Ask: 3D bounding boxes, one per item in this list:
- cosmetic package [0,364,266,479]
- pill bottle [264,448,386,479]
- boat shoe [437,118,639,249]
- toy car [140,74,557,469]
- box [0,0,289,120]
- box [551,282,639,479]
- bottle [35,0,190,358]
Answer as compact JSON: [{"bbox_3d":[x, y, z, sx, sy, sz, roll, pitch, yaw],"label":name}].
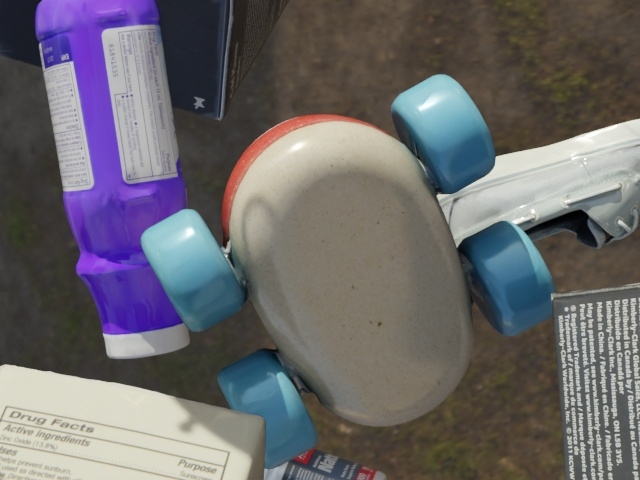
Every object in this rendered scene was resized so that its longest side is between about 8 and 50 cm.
[{"bbox_3d":[-0.130,0.219,0.662,0.153,0.296,0.129,11,134,6],"label":"cosmetic package"},{"bbox_3d":[-0.018,0.310,1.722,0.180,0.108,0.108,18,116,9],"label":"pill bottle"},{"bbox_3d":[0.193,-0.030,1.024,0.079,0.228,0.081,85,170,-74],"label":"boat shoe"},{"bbox_3d":[0.000,0.000,0.955,0.210,0.219,0.238,64,173,-21],"label":"toy car"},{"bbox_3d":[-0.202,-0.330,1.484,0.343,0.312,0.179,16,138,8],"label":"box"},{"bbox_3d":[0.277,0.085,0.722,0.270,0.165,0.143,-9,80,45],"label":"box"},{"bbox_3d":[-0.154,-0.052,1.073,0.118,0.092,0.282,-174,75,-71],"label":"bottle"}]
